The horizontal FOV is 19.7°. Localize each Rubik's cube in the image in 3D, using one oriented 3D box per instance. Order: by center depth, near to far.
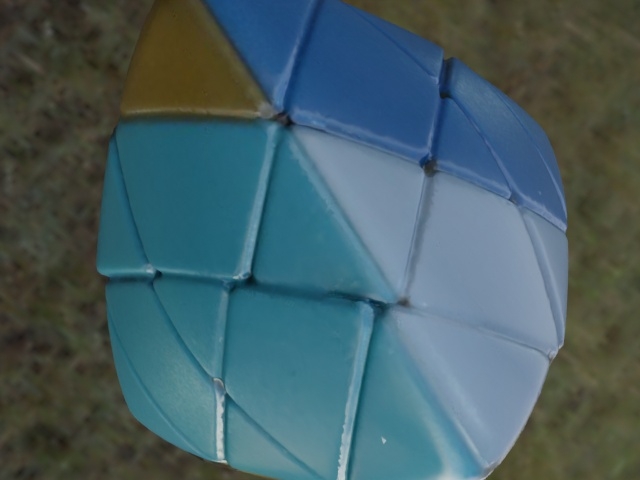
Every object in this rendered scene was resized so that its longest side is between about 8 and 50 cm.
[{"bbox_3d":[0.000,0.000,0.776,0.254,0.254,0.254,-47,163,-19],"label":"Rubik's cube"}]
